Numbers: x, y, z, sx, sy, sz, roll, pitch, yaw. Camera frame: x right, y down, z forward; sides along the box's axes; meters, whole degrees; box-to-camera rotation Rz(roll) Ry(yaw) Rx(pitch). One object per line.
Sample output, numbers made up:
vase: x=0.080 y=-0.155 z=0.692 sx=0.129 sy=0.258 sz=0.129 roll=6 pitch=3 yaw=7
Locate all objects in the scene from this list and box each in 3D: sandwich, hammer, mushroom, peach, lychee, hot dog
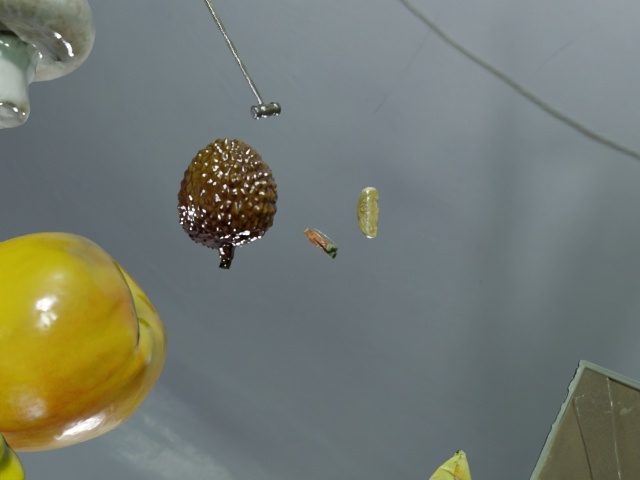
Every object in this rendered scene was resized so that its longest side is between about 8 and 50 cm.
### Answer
sandwich: x=0.003 y=0.003 z=1.543 sx=0.069 sy=0.101 sz=0.026 roll=38 pitch=93 yaw=-15
hammer: x=-0.164 y=-0.365 z=1.563 sx=0.292 sy=0.058 sz=0.029 roll=63 pitch=145 yaw=15
mushroom: x=-0.440 y=-0.274 z=1.093 sx=0.243 sy=0.243 sz=0.244 roll=15 pitch=130 yaw=19
peach: x=-0.369 y=0.134 z=1.012 sx=0.307 sy=0.289 sz=0.289 roll=-27 pitch=114 yaw=-3
lychee: x=-0.167 y=-0.067 z=1.440 sx=0.200 sy=0.200 sz=0.238 roll=-3 pitch=88 yaw=31
hot dog: x=0.082 y=-0.049 z=1.401 sx=0.034 sy=0.030 sz=0.090 roll=-1 pitch=88 yaw=49

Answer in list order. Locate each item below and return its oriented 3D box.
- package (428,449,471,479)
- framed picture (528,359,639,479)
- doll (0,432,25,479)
package: x=0.210 y=0.480 z=1.383 sx=0.090 sy=0.226 sz=0.168 roll=29 pitch=109 yaw=6
framed picture: x=0.437 y=0.350 z=1.192 sx=0.213 sy=0.289 sz=0.016 roll=21 pitch=172 yaw=34
doll: x=-0.264 y=0.189 z=0.575 sx=0.071 sy=0.113 sz=0.135 roll=-28 pitch=99 yaw=28
